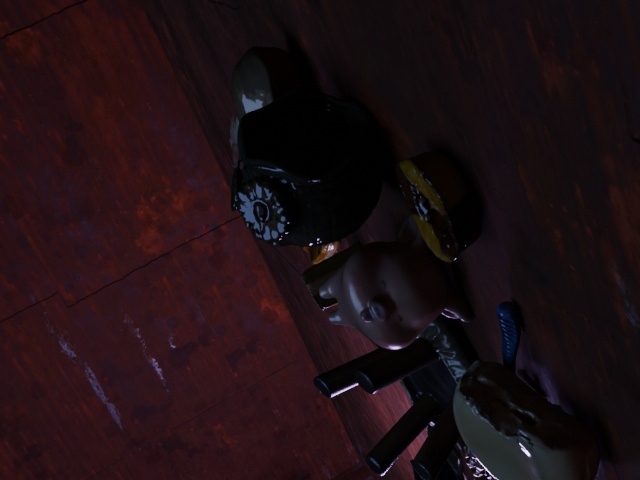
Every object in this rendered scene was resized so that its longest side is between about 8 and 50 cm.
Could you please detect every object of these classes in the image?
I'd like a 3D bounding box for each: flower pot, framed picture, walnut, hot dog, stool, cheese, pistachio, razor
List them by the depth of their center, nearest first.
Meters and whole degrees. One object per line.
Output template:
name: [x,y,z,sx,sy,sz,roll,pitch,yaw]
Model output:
cheese: [0.341,0.324,1.507,0.266,0.127,0.233,30,153,40]
razor: [0.334,0.199,1.545,0.082,0.042,0.253,50,164,47]
flower pot: [-0.037,-0.131,1.692,0.302,0.302,0.213,50,156,43]
pistachio: [-0.090,-0.271,1.886,0.197,0.166,0.288,-137,28,-73]
stool: [0.185,0.332,1.901,0.310,0.226,0.310,56,154,-5]
walnut: [0.367,0.478,1.907,0.143,0.069,0.170,23,164,12]
framed picture: [0.296,0.494,2.167,0.149,0.011,0.109,51,166,36]
hot dog: [0.000,0.000,2.456,0.109,0.072,0.269,61,167,6]

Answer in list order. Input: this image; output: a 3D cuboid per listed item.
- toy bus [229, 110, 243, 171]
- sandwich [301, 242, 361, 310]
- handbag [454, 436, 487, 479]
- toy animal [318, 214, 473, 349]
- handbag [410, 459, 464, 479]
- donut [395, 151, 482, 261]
toy bus: [-0.122,-0.239,2.115,0.288,0.194,0.232,-166,55,-75]
sandwich: [0.043,0.102,2.246,0.117,0.187,0.144,59,163,10]
handbag: [0.340,0.487,2.165,0.151,0.072,0.193,65,169,-21]
toy animal: [0.134,0.093,1.752,0.237,0.269,0.326,62,-159,-6]
handbag: [0.377,0.707,2.353,0.329,0.122,0.303,55,180,3]
donut: [0.193,-0.060,1.439,0.184,0.073,0.166,61,170,2]
